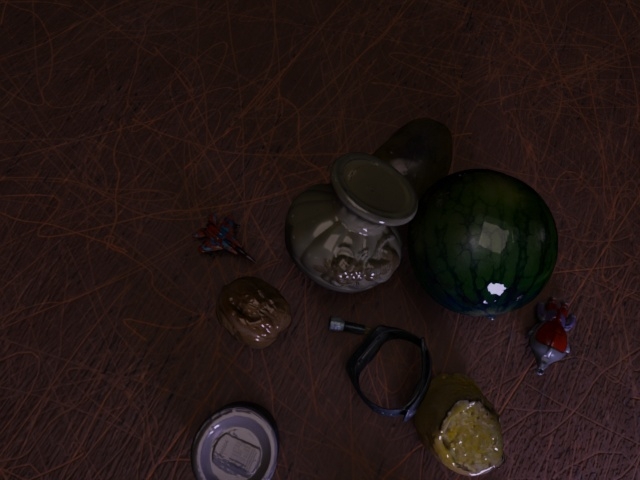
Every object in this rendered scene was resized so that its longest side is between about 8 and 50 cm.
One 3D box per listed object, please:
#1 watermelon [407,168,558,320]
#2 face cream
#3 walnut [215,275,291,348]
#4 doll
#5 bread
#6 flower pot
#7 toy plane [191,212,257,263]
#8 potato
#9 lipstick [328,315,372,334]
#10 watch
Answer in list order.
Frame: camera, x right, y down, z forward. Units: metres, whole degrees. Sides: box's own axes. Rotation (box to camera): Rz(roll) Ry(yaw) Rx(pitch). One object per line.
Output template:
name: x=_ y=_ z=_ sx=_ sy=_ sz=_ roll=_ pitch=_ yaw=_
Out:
watermelon: x=0.382 y=0.008 z=0.963 sx=0.364 sy=0.363 sz=0.362 roll=1 pitch=71 yaw=-4
face cream: x=-0.178 y=0.444 z=0.866 sx=0.178 sy=0.153 sz=0.177 roll=1 pitch=72 yaw=-4
walnut: x=-0.166 y=0.168 z=0.965 sx=0.184 sy=0.155 sz=0.155 roll=38 pitch=73 yaw=11
doll: x=0.588 y=0.243 z=1.028 sx=0.102 sy=0.075 sz=0.227 roll=22 pitch=60 yaw=19
bread: x=0.314 y=0.409 z=0.905 sx=0.197 sy=0.170 sz=0.196 roll=1 pitch=84 yaw=-5
flower pot: x=0.079 y=-0.048 z=0.955 sx=0.308 sy=0.244 sz=0.307 roll=14 pitch=47 yaw=-15
toy plane: x=-0.243 y=0.009 z=1.061 sx=0.189 sy=0.061 sz=0.130 roll=37 pitch=72 yaw=4
potato: x=0.253 y=-0.211 z=1.112 sx=0.210 sy=0.173 sz=0.307 roll=36 pitch=75 yaw=10
lipstick: x=0.079 y=0.222 z=1.023 sx=0.116 sy=0.037 sz=0.037 roll=12 pitch=71 yaw=-3
watch: x=0.173 y=0.304 z=0.952 sx=0.193 sy=0.068 sz=0.206 roll=33 pitch=67 yaw=34
